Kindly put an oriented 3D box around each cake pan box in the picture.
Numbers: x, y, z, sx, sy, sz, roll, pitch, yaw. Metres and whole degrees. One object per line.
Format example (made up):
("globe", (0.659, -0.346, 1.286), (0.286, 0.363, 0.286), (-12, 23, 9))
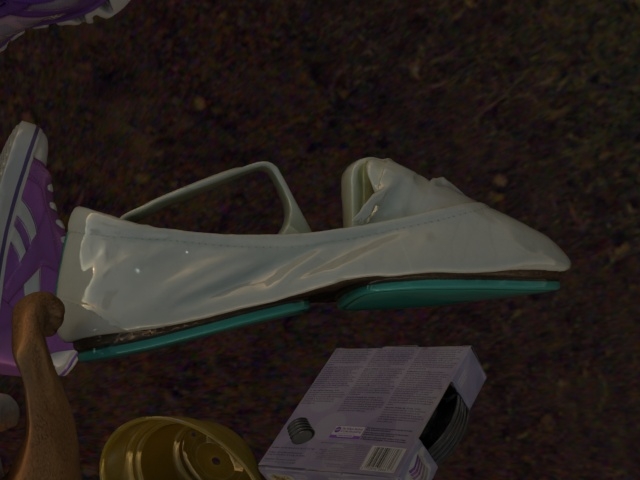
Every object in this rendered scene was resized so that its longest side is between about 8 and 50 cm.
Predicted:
("cake pan box", (0.077, 0.251, 1.566), (0.070, 0.267, 0.246), (57, 47, -27))

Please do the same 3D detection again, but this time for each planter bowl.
("planter bowl", (-0.138, 0.274, 1.286), (0.217, 0.217, 0.090), (51, 34, -4))

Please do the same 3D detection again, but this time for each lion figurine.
("lion figurine", (-0.161, 0.225, 0.743), (0.142, 0.240, 0.392), (-26, 124, 15))

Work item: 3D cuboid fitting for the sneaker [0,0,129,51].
("sneaker", (-0.278, -0.207, 0.940), (0.236, 0.104, 0.095), (-22, 90, 3))

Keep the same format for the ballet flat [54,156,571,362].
("ballet flat", (0.000, 0.000, 0.839), (0.400, 0.139, 0.139), (-7, 83, -15))

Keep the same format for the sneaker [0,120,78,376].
("sneaker", (-0.305, 0.014, 1.260), (0.161, 0.102, 0.282), (11, 80, -23))
